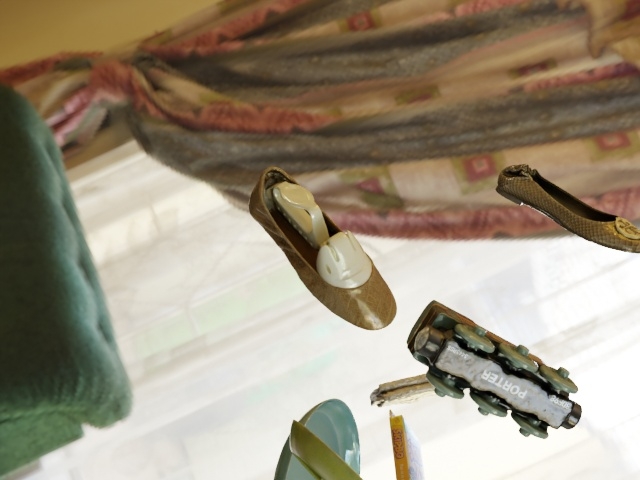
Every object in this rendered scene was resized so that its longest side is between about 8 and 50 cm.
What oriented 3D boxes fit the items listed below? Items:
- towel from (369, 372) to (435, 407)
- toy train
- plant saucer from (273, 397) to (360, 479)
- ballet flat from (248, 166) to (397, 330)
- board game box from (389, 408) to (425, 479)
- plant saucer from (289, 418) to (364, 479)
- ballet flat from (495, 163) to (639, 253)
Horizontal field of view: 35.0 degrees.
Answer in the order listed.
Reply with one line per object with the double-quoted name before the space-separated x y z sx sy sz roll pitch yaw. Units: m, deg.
"towel" 0.249 0.316 2.218 0.187 0.282 0.049 98 -22 -76
"toy train" 0.303 0.224 1.786 0.334 0.142 0.190 27 11 -14
"plant saucer" -0.011 0.432 1.774 0.317 0.044 0.317 -18 111 -62
"ballet flat" 0.000 0.000 1.649 0.342 0.116 0.124 50 -24 27
"board game box" 0.176 0.464 1.988 0.124 0.039 0.259 58 18 -46
"plant saucer" 0.035 0.352 1.446 0.241 0.037 0.241 42 -12 11
"ballet flat" 0.375 -0.051 1.517 0.250 0.058 0.084 31 22 31
